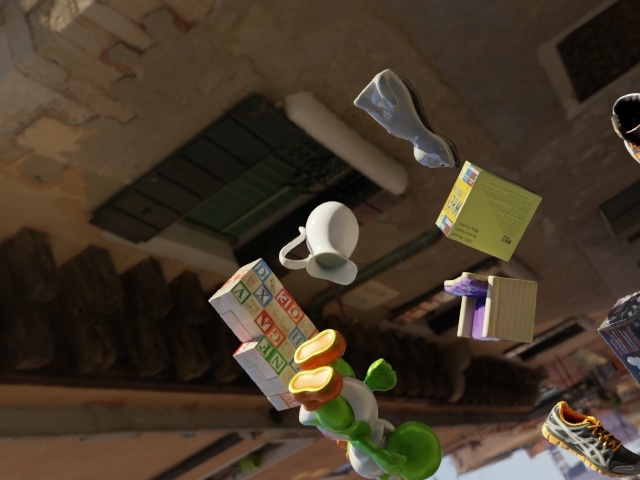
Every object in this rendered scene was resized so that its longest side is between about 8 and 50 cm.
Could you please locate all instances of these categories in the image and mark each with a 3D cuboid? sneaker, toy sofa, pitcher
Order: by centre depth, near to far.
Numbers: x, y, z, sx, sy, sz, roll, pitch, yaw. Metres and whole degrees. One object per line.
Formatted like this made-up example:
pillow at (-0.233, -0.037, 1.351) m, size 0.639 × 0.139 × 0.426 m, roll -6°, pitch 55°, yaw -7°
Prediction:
sneaker at (0.666, -0.164, 1.380) m, size 0.180 × 0.124 × 0.321 m, roll 25°, pitch -154°, yaw -43°
sneaker at (0.562, 0.410, 1.470) m, size 0.214 × 0.083 × 0.084 m, roll 23°, pitch -153°, yaw 34°
pitcher at (0.000, 0.000, 1.656) m, size 0.207 × 0.177 × 0.126 m, roll -85°, pitch 4°, yaw -51°
toy sofa at (0.419, 0.179, 1.834) m, size 0.362 × 0.177 × 0.150 m, roll 83°, pitch -166°, yaw -83°

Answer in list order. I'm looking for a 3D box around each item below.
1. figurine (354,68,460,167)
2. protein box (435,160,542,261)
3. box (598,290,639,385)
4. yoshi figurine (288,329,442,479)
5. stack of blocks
figurine at (0.177, -0.209, 1.322) m, size 0.209 × 0.092 × 0.215 m, roll 47°, pitch -164°, yaw 5°
protein box at (0.467, -0.083, 2.001) m, size 0.199 × 0.201 × 0.136 m, roll 21°, pitch -165°, yaw -12°
box at (0.885, 0.271, 1.887) m, size 0.163 × 0.142 × 0.247 m, roll -37°, pitch -89°, yaw -39°
yoshi figurine at (0.107, 0.337, 1.344) m, size 0.362 × 0.203 × 0.203 m, roll 54°, pitch 162°, yaw -25°
stack of blocks at (-0.115, 0.213, 1.614) m, size 0.297 × 0.087 × 0.171 m, roll 54°, pitch -136°, yaw -12°
